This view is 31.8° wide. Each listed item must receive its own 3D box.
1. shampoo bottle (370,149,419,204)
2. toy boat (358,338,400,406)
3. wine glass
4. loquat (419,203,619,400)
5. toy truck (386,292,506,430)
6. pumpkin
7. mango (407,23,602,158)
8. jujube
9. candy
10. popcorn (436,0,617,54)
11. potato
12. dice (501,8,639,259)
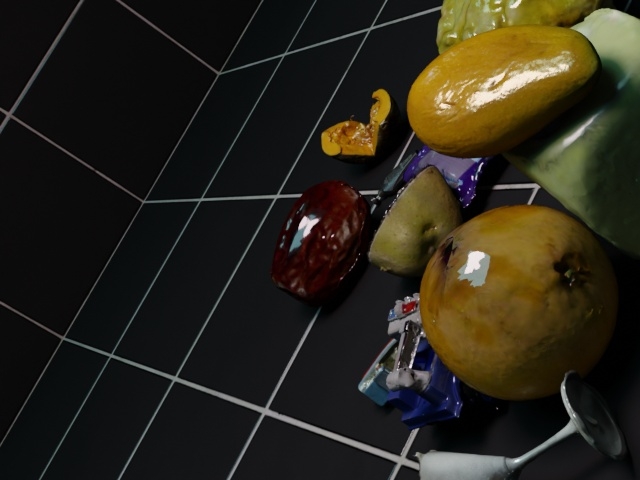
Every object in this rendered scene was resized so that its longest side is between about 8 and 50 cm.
[{"bbox_3d":[0.151,-0.123,2.232,0.137,0.027,0.048,-46,34,21],"label":"shampoo bottle"},{"bbox_3d":[0.128,0.198,1.809,0.173,0.069,0.059,-49,10,14],"label":"toy boat"},{"bbox_3d":[0.253,0.273,1.401,0.232,0.156,0.156,-40,28,25],"label":"wine glass"},{"bbox_3d":[0.264,0.081,1.488,0.263,0.263,0.263,-42,27,28],"label":"loquat"},{"bbox_3d":[0.170,0.165,1.645,0.161,0.177,0.213,-28,36,48],"label":"toy truck"},{"bbox_3d":[0.103,-0.223,2.353,0.183,0.107,0.119,-33,39,28],"label":"pumpkin"},{"bbox_3d":[0.228,-0.193,1.445,0.317,0.119,0.176,-16,47,47],"label":"mango"},{"bbox_3d":[0.000,0.000,2.177,0.243,0.183,0.183,-58,24,-7],"label":"jujube"},{"bbox_3d":[0.242,-0.141,2.033,0.145,0.070,0.275,-51,23,-2],"label":"candy"},{"bbox_3d":[0.346,-0.394,1.886,0.293,0.292,0.334,-24,49,-14],"label":"popcorn"},{"bbox_3d":[0.182,-0.013,1.916,0.117,0.182,0.202,36,93,24],"label":"potato"},{"bbox_3d":[0.405,-0.144,1.507,0.252,0.254,0.250,-51,27,8],"label":"dice"}]
